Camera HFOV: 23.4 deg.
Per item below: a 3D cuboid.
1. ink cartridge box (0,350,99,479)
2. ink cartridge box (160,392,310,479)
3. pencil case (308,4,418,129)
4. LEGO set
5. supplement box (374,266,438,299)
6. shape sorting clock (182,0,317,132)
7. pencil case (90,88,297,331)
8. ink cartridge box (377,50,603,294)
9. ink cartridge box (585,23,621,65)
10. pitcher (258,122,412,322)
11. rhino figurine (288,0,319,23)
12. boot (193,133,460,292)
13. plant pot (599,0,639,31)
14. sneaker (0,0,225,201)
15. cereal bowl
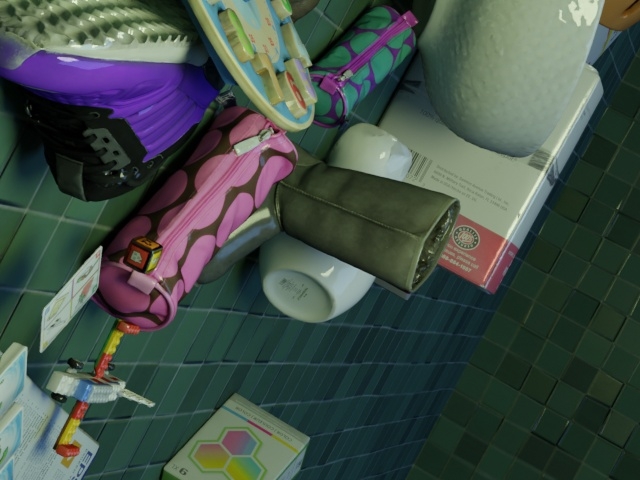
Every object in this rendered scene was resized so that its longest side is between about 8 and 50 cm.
[{"bbox_3d":[-0.307,0.239,1.133,0.324,0.071,0.330,-60,166,-15],"label":"ink cartridge box"},{"bbox_3d":[-0.112,0.275,1.755,0.209,0.109,0.062,-44,157,-46],"label":"ink cartridge box"},{"bbox_3d":[0.034,-0.171,1.515,0.070,0.064,0.152,-35,-170,49],"label":"pencil case"},{"bbox_3d":[-0.179,0.108,1.117,0.244,0.060,0.182,-54,165,-42],"label":"LEGO set"},{"bbox_3d":[0.148,-0.052,2.083,0.130,0.073,0.239,-42,155,-50],"label":"supplement box"},{"bbox_3d":[-0.054,-0.168,1.035,0.040,0.206,0.206,-29,172,16],"label":"shape sorting clock"},{"bbox_3d":[-0.105,-0.022,1.287,0.098,0.095,0.209,-19,-149,56],"label":"pencil case"},{"bbox_3d":[0.180,-0.108,1.825,0.283,0.207,0.117,-61,166,0],"label":"ink cartridge box"},{"bbox_3d":[0.363,-0.347,2.164,0.278,0.117,0.201,-46,159,-46],"label":"ink cartridge box"},{"bbox_3d":[0.005,-0.002,1.654,0.178,0.125,0.207,-56,-174,51],"label":"pitcher"},{"bbox_3d":[-0.028,-0.216,1.223,0.243,0.073,0.106,-62,162,8],"label":"rhino figurine"},{"bbox_3d":[-0.001,0.000,1.431,0.190,0.208,0.076,-58,164,-11],"label":"boot"},{"bbox_3d":[0.341,-0.381,1.786,0.203,0.291,0.291,-49,170,21],"label":"plant pot"},{"bbox_3d":[-0.143,-0.090,1.015,0.146,0.102,0.293,-64,165,14],"label":"sneaker"},{"bbox_3d":[0.179,-0.259,1.572,0.339,0.141,0.339,-169,-90,-82],"label":"cereal bowl"}]
